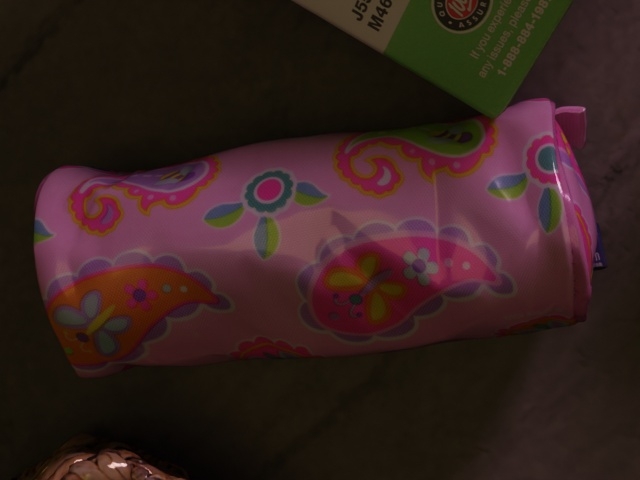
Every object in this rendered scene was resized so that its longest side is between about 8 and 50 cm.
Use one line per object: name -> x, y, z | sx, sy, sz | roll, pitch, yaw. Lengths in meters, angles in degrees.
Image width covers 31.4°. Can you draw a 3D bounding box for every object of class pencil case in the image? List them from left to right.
pencil case -> 0.000, 0.000, 0.586 | 0.284, 0.124, 0.124 | -8, 101, 12

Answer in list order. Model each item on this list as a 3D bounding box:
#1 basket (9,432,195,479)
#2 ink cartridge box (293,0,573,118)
basket -> -0.098, 0.264, 0.673 | 0.213, 0.223, 0.299 | -40, 93, -17
ink cartridge box -> 0.017, -0.214, 0.499 | 0.273, 0.114, 0.198 | 30, 131, 3
